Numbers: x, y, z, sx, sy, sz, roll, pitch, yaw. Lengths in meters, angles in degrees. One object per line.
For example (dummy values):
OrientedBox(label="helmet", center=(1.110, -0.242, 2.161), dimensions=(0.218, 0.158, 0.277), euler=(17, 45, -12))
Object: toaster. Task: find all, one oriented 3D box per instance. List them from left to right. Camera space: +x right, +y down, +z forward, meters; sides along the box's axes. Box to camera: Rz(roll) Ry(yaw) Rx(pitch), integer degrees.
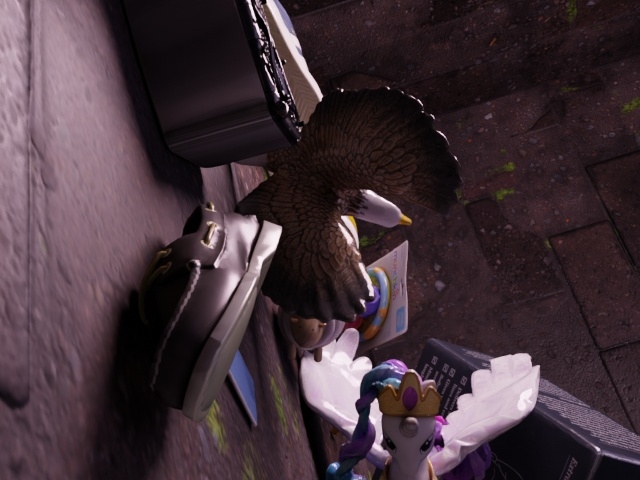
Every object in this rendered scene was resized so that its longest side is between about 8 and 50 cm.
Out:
OrientedBox(label="toaster", center=(-0.091, -0.160, 0.749), dimensions=(0.185, 0.110, 0.168), euler=(14, 58, -86))

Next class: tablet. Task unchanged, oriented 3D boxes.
OrientedBox(label="tablet", center=(-0.068, 0.109, 0.689), dimensions=(0.054, 0.006, 0.083), euler=(-102, 175, -53))

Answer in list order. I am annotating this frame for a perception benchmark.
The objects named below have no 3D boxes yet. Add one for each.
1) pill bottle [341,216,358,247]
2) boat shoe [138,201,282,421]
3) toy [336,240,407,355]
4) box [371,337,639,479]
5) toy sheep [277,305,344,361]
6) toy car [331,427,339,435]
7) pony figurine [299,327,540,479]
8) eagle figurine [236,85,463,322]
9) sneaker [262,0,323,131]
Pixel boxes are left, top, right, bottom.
OrientedBox(label="pill bottle", center=(0.000, 0.000, 1.286), dimensions=(0.215, 0.117, 0.117), euler=(-77, 150, -82))
OrientedBox(label="boat shoe", center=(-0.075, 0.034, 0.509), dimensions=(0.228, 0.068, 0.081), euler=(-79, -168, -73))
OrientedBox(label="toy", center=(0.046, 0.099, 1.232), dimensions=(0.237, 0.056, 0.137), euler=(138, -40, -56))
OrientedBox(label="box", center=(0.278, 0.356, 1.179), dimensions=(0.395, 0.212, 0.294), euler=(32, -78, 62))
OrientedBox(label="toy sheep", center=(-0.011, 0.091, 1.012), dimensions=(0.132, 0.091, 0.091), euler=(-81, 154, -69))
OrientedBox(label="toy car", center=(0.017, 0.243, 1.244), dimensions=(0.041, 0.060, 0.122), euler=(-62, 176, 24))
OrientedBox(label="pony figurine", center=(0.113, 0.266, 0.980), dimensions=(0.351, 0.302, 0.364), euler=(-60, 149, -73))
OrientedBox(label="eagle figurine", center=(0.015, -0.057, 0.948), dimensions=(0.298, 0.225, 0.226), euler=(-122, -155, -77))
OrientedBox(label="sneaker", center=(-0.070, -0.271, 1.343), dimensions=(0.148, 0.131, 0.350), euler=(-93, 166, -57))
